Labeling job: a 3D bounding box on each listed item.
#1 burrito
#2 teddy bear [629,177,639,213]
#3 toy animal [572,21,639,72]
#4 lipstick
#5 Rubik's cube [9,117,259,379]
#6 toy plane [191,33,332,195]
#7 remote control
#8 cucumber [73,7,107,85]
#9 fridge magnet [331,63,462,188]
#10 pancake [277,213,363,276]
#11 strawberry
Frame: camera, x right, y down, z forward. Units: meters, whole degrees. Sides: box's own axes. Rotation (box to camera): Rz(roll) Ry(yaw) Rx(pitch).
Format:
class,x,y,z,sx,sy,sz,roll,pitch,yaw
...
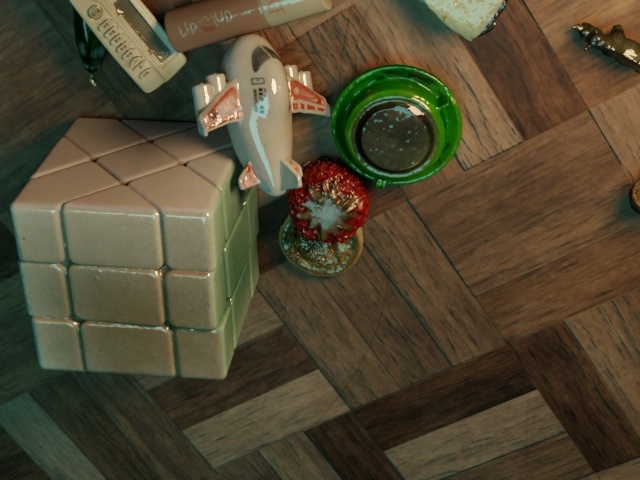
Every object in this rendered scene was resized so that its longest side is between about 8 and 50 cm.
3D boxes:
class,x,y,z,sx,sy,sz,roll,pitch,yaw
burrito,0.175,-0.403,1.737,0.228,0.089,0.144,29,107,-8
teddy bear,0.562,-0.079,1.866,0.160,0.078,0.119,-13,78,6
toy animal,0.436,-0.291,1.767,0.135,0.065,0.047,28,121,-5
lipstick,-0.112,-0.353,1.828,0.254,0.070,0.070,-13,118,18
Rubik's cube,-0.283,0.007,1.932,0.318,0.322,0.316,3,122,7
toy plane,-0.089,-0.192,1.827,0.118,0.252,0.252,-7,125,51
remote control,-0.309,-0.339,1.857,0.090,0.049,0.230,-41,123,-3
cucumber,-0.367,-0.365,1.882,0.056,0.056,0.250,4,121,8
fridge magnet,0.120,-0.178,1.879,0.208,0.088,0.208,3,121,6
pancake,0.000,0.000,2.047,0.151,0.025,0.152,4,122,7
strawberry,0.013,-0.061,1.958,0.145,0.086,0.145,2,111,6
